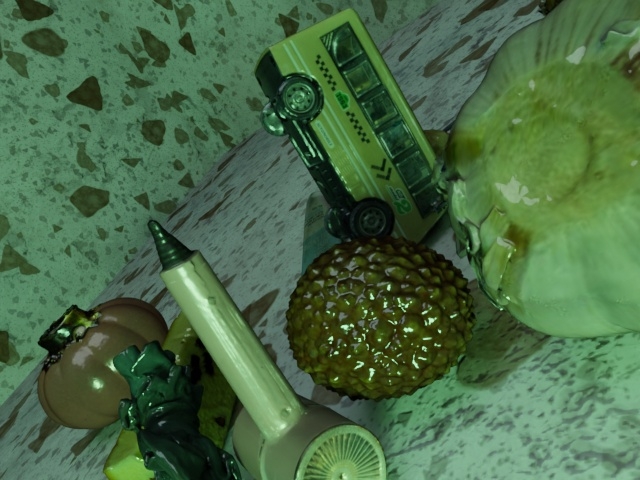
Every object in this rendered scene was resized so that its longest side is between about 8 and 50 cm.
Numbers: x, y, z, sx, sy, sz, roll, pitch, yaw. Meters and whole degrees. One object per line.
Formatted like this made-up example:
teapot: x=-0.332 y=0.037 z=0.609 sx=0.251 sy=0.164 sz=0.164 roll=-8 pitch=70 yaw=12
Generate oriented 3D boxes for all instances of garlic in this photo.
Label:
garlic: x=0.252 y=-0.069 z=0.461 sx=0.322 sy=0.322 sz=0.241 roll=-26 pitch=-1 yaw=39

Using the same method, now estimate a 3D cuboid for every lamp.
lamp: x=-0.476 y=0.249 z=1.238 sx=0.305 sy=0.239 sz=0.305 roll=-36 pitch=21 yaw=16

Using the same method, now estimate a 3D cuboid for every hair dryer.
hair dryer: x=-0.078 y=0.123 z=0.591 sx=0.107 sy=0.344 sz=0.189 roll=-35 pitch=14 yaw=-23

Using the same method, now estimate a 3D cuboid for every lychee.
lychee: x=0.057 y=0.084 z=0.651 sx=0.238 sy=0.200 sz=0.200 roll=1 pitch=45 yaw=47

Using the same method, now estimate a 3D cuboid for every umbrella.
umbrella: x=-0.145 y=0.255 z=0.644 sx=0.094 sy=0.143 sz=0.349 roll=-45 pitch=41 yaw=6

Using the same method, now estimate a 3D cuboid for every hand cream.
hand cream: x=0.000 y=0.000 z=1.123 sx=0.111 sy=0.070 sz=0.312 roll=-33 pitch=25 yaw=16

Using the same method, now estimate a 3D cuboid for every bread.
bread: x=-0.199 y=0.238 z=0.882 sx=0.077 sy=0.138 sz=0.361 roll=-33 pitch=21 yaw=19

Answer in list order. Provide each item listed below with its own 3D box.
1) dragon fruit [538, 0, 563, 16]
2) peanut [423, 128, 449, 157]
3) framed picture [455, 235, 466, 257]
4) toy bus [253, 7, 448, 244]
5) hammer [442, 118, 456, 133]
dragon fruit: x=0.430 y=-0.329 z=0.693 sx=0.342 sy=0.277 sz=0.277 roll=-22 pitch=27 yaw=40
peanut: x=0.149 y=-0.132 z=1.077 sx=0.226 sy=0.095 sz=0.108 roll=-29 pitch=38 yaw=24
framed picture: x=0.241 y=-0.043 z=0.830 sx=0.109 sy=0.011 sz=0.149 roll=-32 pitch=21 yaw=26
toy bus: x=0.055 y=-0.155 z=0.903 sx=0.202 sy=0.365 sz=0.177 roll=-33 pitch=11 yaw=-11
hammer: x=0.342 y=-0.267 z=1.074 sx=0.290 sy=0.037 sz=0.137 roll=-37 pitch=18 yaw=13
